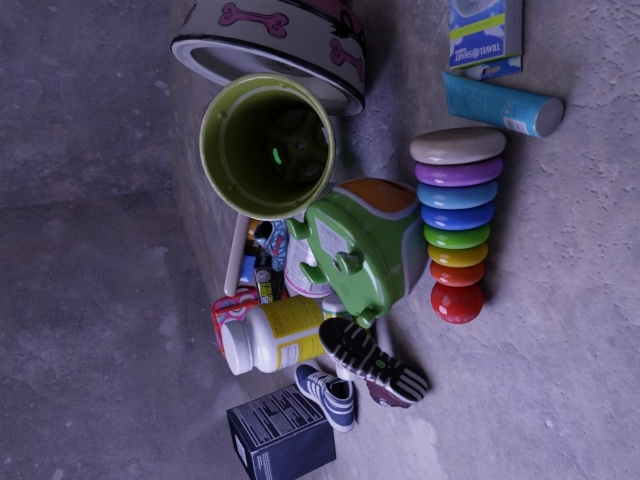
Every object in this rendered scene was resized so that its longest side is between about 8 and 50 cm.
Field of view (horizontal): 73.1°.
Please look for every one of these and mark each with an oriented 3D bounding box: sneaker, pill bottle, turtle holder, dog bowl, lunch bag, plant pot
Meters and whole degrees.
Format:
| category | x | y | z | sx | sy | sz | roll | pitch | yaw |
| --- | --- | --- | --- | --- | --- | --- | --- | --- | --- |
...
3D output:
| category | x | y | z | sx | sy | sz | roll | pitch | yaw |
| --- | --- | --- | --- | --- | --- | --- | --- | --- | --- |
| sneaker | -0.136 | -0.014 | 1.226 | 0.104 | 0.125 | 0.262 | 52 | 145 | 42 |
| sneaker | 0.012 | 0.445 | 1.347 | 0.282 | 0.099 | 0.153 | 36 | 137 | 45 |
| pill bottle | -0.101 | 0.261 | 1.232 | 0.188 | 0.333 | 0.188 | 35 | 130 | 55 |
| turtle holder | 0.108 | 0.029 | 0.833 | 0.243 | 0.227 | 0.321 | 13 | 135 | 62 |
| pill bottle | 0.073 | 0.248 | 1.123 | 0.117 | 0.117 | 0.209 | 12 | 111 | 62 |
| dog bowl | -0.087 | -0.395 | 0.895 | 0.408 | 0.407 | 0.151 | 23 | 99 | 59 |
| lunch bag | -0.248 | 0.281 | 1.592 | 0.120 | 0.292 | 0.258 | 118 | 134 | -60 |
| pill bottle | 0.000 | 0.000 | 1.119 | 0.160 | 0.160 | 0.283 | 56 | 146 | 38 |
| sneaker | 0.105 | 0.311 | 1.028 | 0.281 | 0.106 | 0.163 | 34 | 146 | 21 |
| plant pot | -0.077 | -0.202 | 0.939 | 0.254 | 0.275 | 0.277 | -45 | -50 | -71 |

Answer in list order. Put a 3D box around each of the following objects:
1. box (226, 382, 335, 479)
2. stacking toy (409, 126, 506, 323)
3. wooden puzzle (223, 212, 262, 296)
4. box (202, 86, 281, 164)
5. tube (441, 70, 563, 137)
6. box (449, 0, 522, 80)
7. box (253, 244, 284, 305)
| category | x | y | z | sx | sy | sz | roll | pitch | yaw |
| --- | --- | --- | --- | --- | --- | --- | --- | --- | --- |
| box | -0.145 | 0.698 | 1.550 | 0.296 | 0.293 | 0.183 | 16 | 117 | 61 |
| stacking toy | 0.228 | -0.009 | 0.710 | 0.141 | 0.141 | 0.331 | 28 | 131 | 58 |
| wooden puzzle | -0.259 | 0.019 | 1.573 | 0.348 | 0.080 | 0.323 | -111 | 33 | -84 |
| box | -0.196 | -0.296 | 1.215 | 0.127 | 0.262 | 0.231 | -45 | 27 | 10 |
| tube | 0.254 | -0.203 | 0.647 | 0.207 | 0.052 | 0.080 | 44 | 158 | 51 |
| box | 0.240 | -0.332 | 0.631 | 0.109 | 0.042 | 0.179 | 20 | 117 | 61 |
| box | -0.169 | 0.112 | 1.468 | 0.270 | 0.060 | 0.217 | -90 | -3 | -61 |
